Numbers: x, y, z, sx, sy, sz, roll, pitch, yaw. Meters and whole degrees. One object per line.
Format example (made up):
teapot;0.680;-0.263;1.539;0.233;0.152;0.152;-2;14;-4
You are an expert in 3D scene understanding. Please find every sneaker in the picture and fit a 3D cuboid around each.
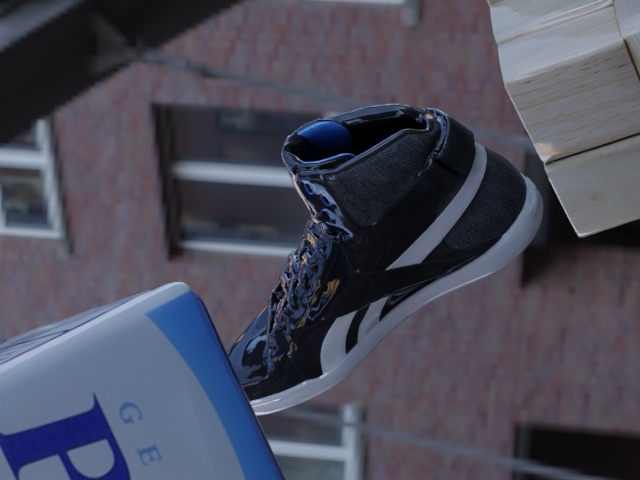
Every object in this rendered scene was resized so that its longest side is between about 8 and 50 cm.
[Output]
sneaker;0.000;0.000;0.952;0.121;0.217;0.079;41;-155;-29

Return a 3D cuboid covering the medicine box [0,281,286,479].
medicine box;-0.132;0.194;0.609;0.289;0.149;0.263;-28;-85;-38

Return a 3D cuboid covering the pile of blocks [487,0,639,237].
pile of blocks;0.085;-0.190;0.617;0.149;0.112;0.362;-44;-65;-73
